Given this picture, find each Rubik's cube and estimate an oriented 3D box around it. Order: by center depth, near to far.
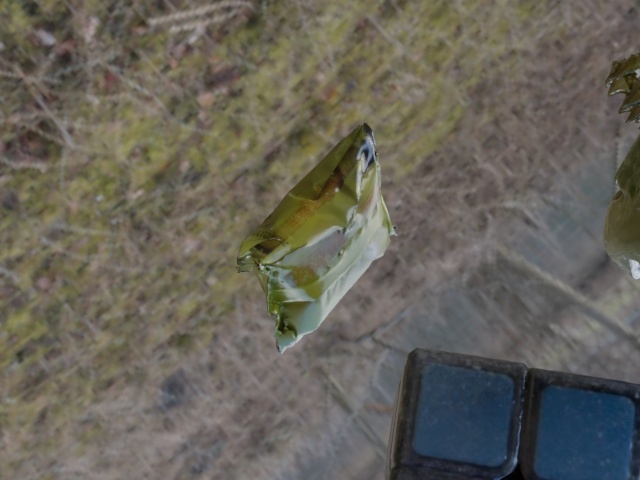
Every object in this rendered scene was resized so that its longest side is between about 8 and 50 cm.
[{"bbox_3d":[0.196,0.280,0.976,0.304,0.305,0.301,87,11,-76],"label":"Rubik's cube"}]

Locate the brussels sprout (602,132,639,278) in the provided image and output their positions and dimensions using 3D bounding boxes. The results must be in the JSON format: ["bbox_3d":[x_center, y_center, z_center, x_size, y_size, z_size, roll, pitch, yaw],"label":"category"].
[{"bbox_3d":[0.457,-0.038,1.107,0.289,0.281,0.355,20,157,-29],"label":"brussels sprout"}]

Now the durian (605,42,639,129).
[{"bbox_3d":[0.209,-0.076,0.483,0.146,0.102,0.208,-13,-172,36],"label":"durian"}]

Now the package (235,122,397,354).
[{"bbox_3d":[0.000,0.000,1.163,0.226,0.090,0.168,-48,141,-27],"label":"package"}]
